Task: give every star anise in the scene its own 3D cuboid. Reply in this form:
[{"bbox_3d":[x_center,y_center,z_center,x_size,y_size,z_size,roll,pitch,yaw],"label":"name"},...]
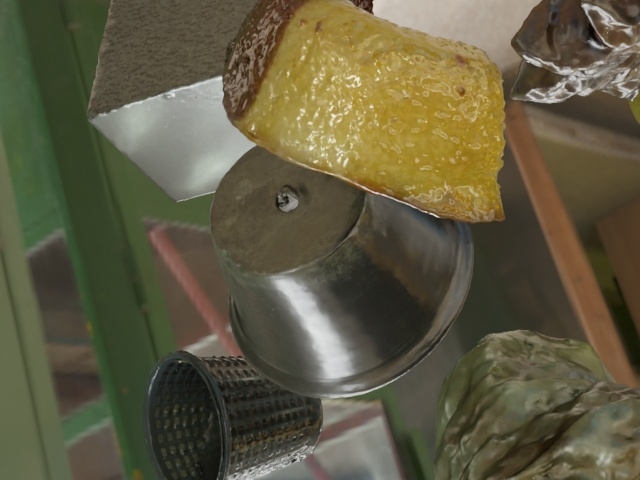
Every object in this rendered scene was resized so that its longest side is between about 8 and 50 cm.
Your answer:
[{"bbox_3d":[0.330,-0.227,1.336,0.315,0.108,0.315,-20,161,-7],"label":"star anise"}]

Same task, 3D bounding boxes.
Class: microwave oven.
[{"bbox_3d":[-0.137,-0.320,1.950,0.374,0.432,0.236,-14,142,26],"label":"microwave oven"}]

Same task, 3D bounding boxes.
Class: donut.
[{"bbox_3d":[0.008,-0.131,0.923,0.151,0.295,0.112,1,120,-35],"label":"donut"}]

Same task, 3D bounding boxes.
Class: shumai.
[{"bbox_3d":[0.154,0.204,0.987,0.304,0.263,0.309,-24,125,-16],"label":"shumai"}]

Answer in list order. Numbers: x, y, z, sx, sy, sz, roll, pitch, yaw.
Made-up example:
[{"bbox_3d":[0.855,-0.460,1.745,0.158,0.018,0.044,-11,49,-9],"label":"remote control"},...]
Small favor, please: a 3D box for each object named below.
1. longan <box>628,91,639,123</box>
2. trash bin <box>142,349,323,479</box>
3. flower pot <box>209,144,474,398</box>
[{"bbox_3d":[0.424,-0.181,1.468,0.145,0.176,0.155,-15,133,35],"label":"longan"},{"bbox_3d":[-0.089,0.199,1.457,0.161,0.175,0.175,-7,157,-36],"label":"trash bin"},{"bbox_3d":[0.000,0.000,1.103,0.235,0.235,0.148,-22,145,12],"label":"flower pot"}]
